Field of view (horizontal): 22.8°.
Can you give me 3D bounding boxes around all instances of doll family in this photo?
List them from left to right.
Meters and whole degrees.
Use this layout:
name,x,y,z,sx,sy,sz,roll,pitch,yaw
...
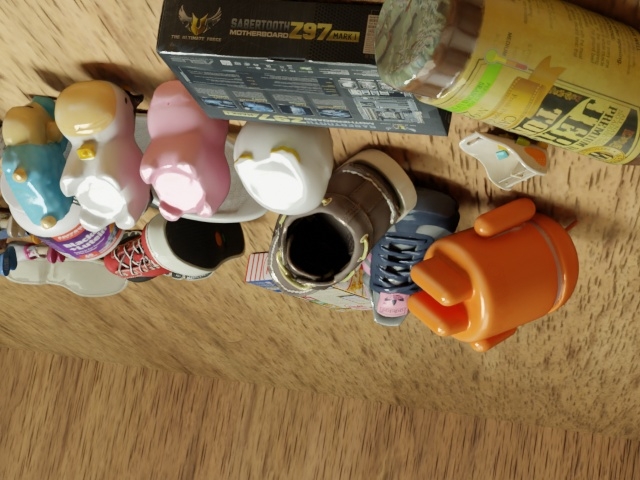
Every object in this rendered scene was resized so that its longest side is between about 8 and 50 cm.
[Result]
name,x,y,z,sx,sy,sz,roll,pitch,yaw
doll family,-0.485,-0.015,2.277,0.163,0.118,0.263,0,-177,15

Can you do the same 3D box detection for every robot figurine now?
name,x,y,z,sx,sy,sz,roll,pitch,yaw
robot figurine,0.204,0.041,1.816,0.219,0.158,0.128,-18,-179,-30

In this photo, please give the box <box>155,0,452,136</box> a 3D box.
name,x,y,z,sx,sy,sz,roll,pitch,yaw
box,-0.007,-0.151,1.385,0.233,0.059,0.183,6,166,13

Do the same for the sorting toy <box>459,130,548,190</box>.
name,x,y,z,sx,sy,sz,roll,pitch,yaw
sorting toy,0.179,-0.088,1.571,0.075,0.045,0.083,21,165,-14

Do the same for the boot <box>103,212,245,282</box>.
name,x,y,z,sx,sy,sz,roll,pitch,yaw
boot,-0.216,0.017,2.014,0.176,0.088,0.244,-14,177,16

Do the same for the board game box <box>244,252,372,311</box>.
name,x,y,z,sx,sy,sz,roll,pitch,yaw
board game box,0.010,0.061,2.326,0.193,0.045,0.147,20,163,-39

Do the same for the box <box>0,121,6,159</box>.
name,x,y,z,sx,sy,sz,roll,pitch,yaw
box,-0.478,-0.074,1.806,0.184,0.190,0.045,9,132,13

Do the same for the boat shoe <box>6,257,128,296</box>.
name,x,y,z,sx,sy,sz,roll,pitch,yaw
boat shoe,-0.411,0.039,2.557,0.206,0.075,0.065,9,-149,-21

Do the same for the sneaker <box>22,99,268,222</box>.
name,x,y,z,sx,sy,sz,roll,pitch,yaw
sneaker,-0.189,-0.078,1.759,0.296,0.104,0.147,14,169,5

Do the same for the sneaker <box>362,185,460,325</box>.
name,x,y,z,sx,sy,sz,roll,pitch,yaw
sneaker,0.103,0.022,1.894,0.112,0.131,0.319,9,167,6

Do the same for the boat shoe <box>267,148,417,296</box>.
name,x,y,z,sx,sy,sz,roll,pitch,yaw
boat shoe,0.000,0.000,1.797,0.116,0.097,0.324,48,152,-1

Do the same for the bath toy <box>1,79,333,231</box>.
name,x,y,z,sx,sy,sz,roll,pitch,yaw
bath toy,-0.144,-0.098,1.579,0.348,0.129,0.151,-1,127,23

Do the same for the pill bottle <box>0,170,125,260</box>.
name,x,y,z,sx,sy,sz,roll,pitch,yaw
pill bottle,-0.318,-0.047,1.952,0.108,0.108,0.193,6,167,15

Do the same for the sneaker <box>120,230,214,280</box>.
name,x,y,z,sx,sy,sz,roll,pitch,yaw
sneaker,-0.215,0.016,2.300,0.170,0.068,0.071,12,-175,31

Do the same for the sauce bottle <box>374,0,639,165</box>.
name,x,y,z,sx,sy,sz,roll,pitch,yaw
sauce bottle,0.212,-0.122,1.238,0.344,0.111,0.111,15,166,-24
